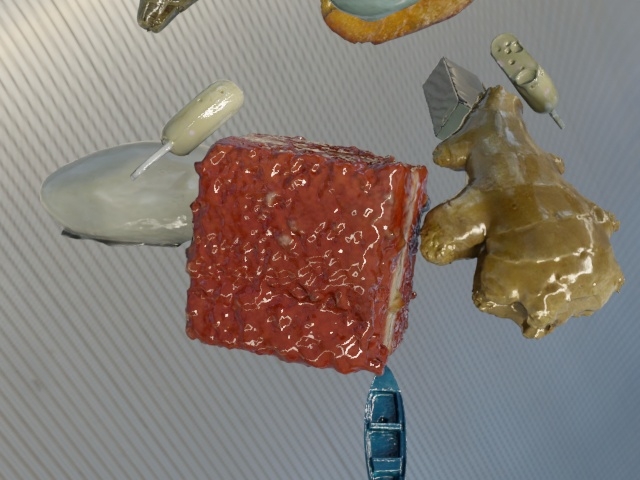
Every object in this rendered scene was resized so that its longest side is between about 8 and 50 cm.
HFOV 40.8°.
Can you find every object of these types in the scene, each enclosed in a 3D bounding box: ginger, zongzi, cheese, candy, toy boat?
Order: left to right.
[{"bbox_3d":[-0.341,-0.102,1.722,0.427,0.386,0.186,-3,106,-7],"label":"candy"},{"bbox_3d":[-0.221,-0.173,1.390,0.227,0.137,0.064,-44,97,-24],"label":"cheese"},{"bbox_3d":[-0.259,-0.466,1.663,0.176,0.078,0.160,12,96,-21],"label":"zongzi"},{"bbox_3d":[0.141,0.421,1.925,0.096,0.061,0.299,2,65,-3],"label":"toy boat"},{"bbox_3d":[0.240,-0.040,1.159,0.236,0.375,0.166,-32,133,6],"label":"ginger"},{"bbox_3d":[0.263,-0.180,1.044,0.192,0.037,0.097,29,28,-57],"label":"cheese"}]

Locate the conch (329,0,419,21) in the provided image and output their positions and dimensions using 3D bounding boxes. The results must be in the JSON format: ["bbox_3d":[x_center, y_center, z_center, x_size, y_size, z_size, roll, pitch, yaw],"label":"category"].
[{"bbox_3d":[0.045,-0.317,0.855,0.121,0.185,0.221,75,2,-64],"label":"conch"}]

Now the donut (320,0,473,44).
[{"bbox_3d":[0.186,-0.565,1.584,0.378,0.435,0.163,4,50,-46],"label":"donut"}]

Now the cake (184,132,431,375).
[{"bbox_3d":[0.000,0.000,1.167,0.319,0.270,0.269,-30,130,-72],"label":"cake"}]

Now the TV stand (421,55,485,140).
[{"bbox_3d":[0.261,-0.259,1.633,0.088,0.082,0.269,28,27,-15],"label":"TV stand"}]
